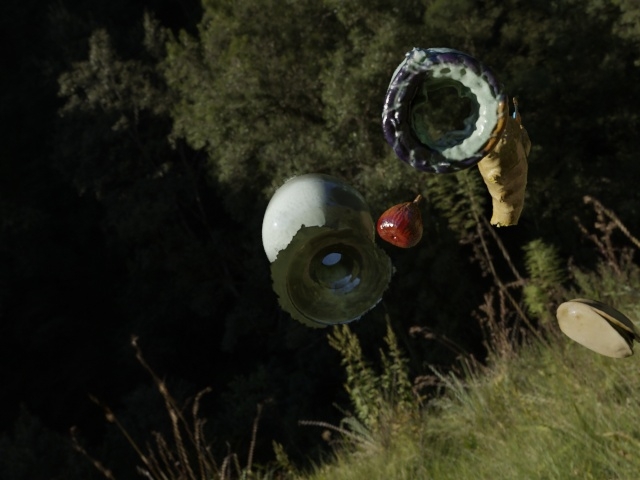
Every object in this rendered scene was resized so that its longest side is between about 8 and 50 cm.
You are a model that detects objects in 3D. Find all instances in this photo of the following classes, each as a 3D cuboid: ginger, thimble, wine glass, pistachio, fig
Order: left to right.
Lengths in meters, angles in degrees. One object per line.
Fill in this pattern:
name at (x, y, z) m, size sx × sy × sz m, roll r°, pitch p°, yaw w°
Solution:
wine glass at (0.000, 0.000, 1.243) m, size 0.238 × 0.238 × 0.323 m, roll -26°, pitch 25°, yaw -1°
fig at (0.223, -0.056, 1.693) m, size 0.153 × 0.119 × 0.119 m, roll -57°, pitch 26°, yaw 3°
thimble at (0.220, -0.244, 1.199) m, size 0.237 × 0.237 × 0.150 m, roll -21°, pitch 15°, yaw 9°
ginger at (0.537, -0.216, 1.933) m, size 0.166 × 0.375 × 0.236 m, roll 1°, pitch 60°, yaw 11°
pistachio at (0.800, 0.247, 1.878) m, size 0.237 × 0.153 × 0.138 m, roll 30°, pitch 78°, yaw 22°

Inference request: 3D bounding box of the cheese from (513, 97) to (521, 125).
cheese at (0.649, -0.418, 2.157) m, size 0.017 × 0.111 × 0.047 m, roll -9°, pitch -10°, yaw 32°
